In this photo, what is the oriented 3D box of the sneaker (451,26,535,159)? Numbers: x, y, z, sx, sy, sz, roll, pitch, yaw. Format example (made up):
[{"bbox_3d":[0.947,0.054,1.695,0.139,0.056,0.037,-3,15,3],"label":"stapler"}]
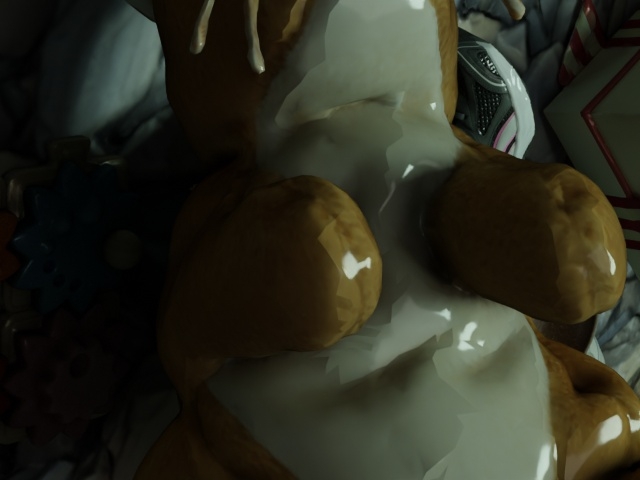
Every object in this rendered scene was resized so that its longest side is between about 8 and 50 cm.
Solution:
[{"bbox_3d":[0.096,-0.055,0.981,0.077,0.072,0.178,-32,125,-21],"label":"sneaker"}]

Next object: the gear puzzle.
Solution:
[{"bbox_3d":[-0.218,0.053,0.702,0.339,0.044,0.175,-13,118,-44],"label":"gear puzzle"}]

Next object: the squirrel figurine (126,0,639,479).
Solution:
[{"bbox_3d":[0.000,0.000,0.746,0.281,0.397,0.370,-16,87,-8],"label":"squirrel figurine"}]

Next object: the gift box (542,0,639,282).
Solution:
[{"bbox_3d":[0.336,-0.098,1.085,0.255,0.258,0.276,-41,115,-24],"label":"gift box"}]

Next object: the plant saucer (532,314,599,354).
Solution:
[{"bbox_3d":[0.098,0.066,1.021,0.198,0.036,0.199,-14,131,-16],"label":"plant saucer"}]

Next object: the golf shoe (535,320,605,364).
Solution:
[{"bbox_3d":[0.187,0.048,1.134,0.086,0.069,0.176,-61,142,-15],"label":"golf shoe"}]
